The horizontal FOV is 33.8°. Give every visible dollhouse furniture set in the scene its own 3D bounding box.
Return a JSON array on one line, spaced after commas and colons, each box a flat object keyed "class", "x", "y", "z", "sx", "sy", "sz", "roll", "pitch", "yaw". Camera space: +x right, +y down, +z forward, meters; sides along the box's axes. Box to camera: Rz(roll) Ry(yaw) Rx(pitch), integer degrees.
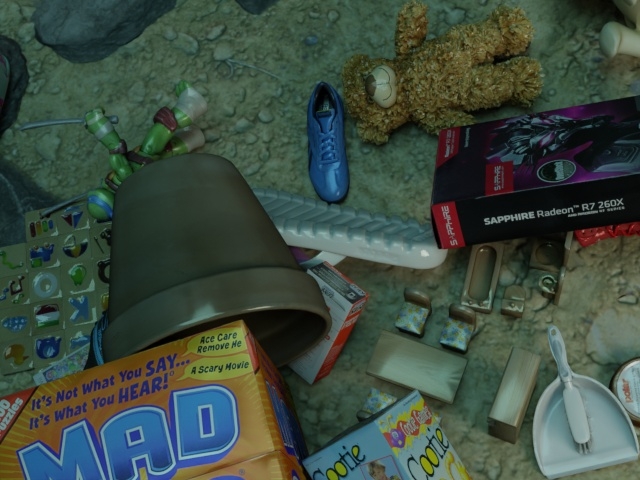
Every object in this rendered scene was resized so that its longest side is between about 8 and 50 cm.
[{"class": "dollhouse furniture set", "x": 0.301, "y": 0.035, "z": 1.616, "sx": 0.151, "sy": 0.123, "sz": 0.144, "roll": 11, "pitch": 71, "yaw": 13}, {"class": "dollhouse furniture set", "x": 0.189, "y": 0.198, "z": 1.550, "sx": 0.242, "sy": 0.161, "sz": 0.212, "roll": 19, "pitch": 73, "yaw": 15}]

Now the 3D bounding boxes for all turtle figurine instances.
[{"class": "turtle figurine", "x": -0.331, "y": -0.160, "z": 1.740, "sx": 0.274, "sy": 0.198, "sz": 0.266, "roll": 16, "pitch": 47, "yaw": 42}]

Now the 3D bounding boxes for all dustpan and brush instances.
[{"class": "dustpan and brush", "x": 0.371, "y": 0.230, "z": 1.555, "sx": 0.147, "sy": 0.060, "sz": 0.211, "roll": -17, "pitch": 61, "yaw": 16}]

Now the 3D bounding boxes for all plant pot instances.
[{"class": "plant pot", "x": -0.178, "y": 0.041, "z": 1.517, "sx": 0.323, "sy": 0.323, "sz": 0.280, "roll": -20, "pitch": 68, "yaw": 1}]

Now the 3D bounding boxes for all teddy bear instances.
[{"class": "teddy bear", "x": 0.199, "y": -0.273, "z": 1.735, "sx": 0.337, "sy": 0.113, "sz": 0.245, "roll": 3, "pitch": 106, "yaw": 3}]

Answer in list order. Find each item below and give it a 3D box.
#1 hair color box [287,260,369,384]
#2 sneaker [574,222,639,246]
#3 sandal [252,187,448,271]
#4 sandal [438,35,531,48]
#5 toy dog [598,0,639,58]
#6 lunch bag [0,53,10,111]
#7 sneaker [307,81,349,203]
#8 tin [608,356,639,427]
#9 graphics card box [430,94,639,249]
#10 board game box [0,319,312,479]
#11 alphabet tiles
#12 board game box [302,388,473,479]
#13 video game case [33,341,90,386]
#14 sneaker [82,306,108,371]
[{"class": "hair color box", "x": -0.003, "y": 0.127, "z": 1.614, "sx": 0.093, "sy": 0.053, "sz": 0.167, "roll": 38, "pitch": 123, "yaw": 20}, {"class": "sneaker", "x": 0.478, "y": -0.016, "z": 1.644, "sx": 0.221, "sy": 0.087, "sz": 0.128, "roll": 38, "pitch": 87, "yaw": 32}, {"class": "sandal", "x": -0.006, "y": 0.005, "z": 1.683, "sx": 0.416, "sy": 0.169, "sz": 0.102, "roll": 12, "pitch": 112, "yaw": 19}, {"class": "sandal", "x": 0.270, "y": -0.327, "z": 1.802, "sx": 0.180, "sy": 0.072, "sz": 0.049, "roll": 1, "pitch": 90, "yaw": 5}, {"class": "toy dog", "x": 0.574, "y": -0.468, "z": 1.692, "sx": 0.407, "sy": 0.284, "sz": 0.395, "roll": 23, "pitch": 73, "yaw": 18}, {"class": "lunch bag", "x": -0.691, "y": -0.249, "z": 1.890, "sx": 0.224, "sy": 0.108, "sz": 0.279, "roll": 1, "pitch": 67, "yaw": 14}, {"class": "sneaker", "x": 0.008, "y": -0.166, "z": 1.765, "sx": 0.069, "sy": 0.082, "sz": 0.209, "roll": -5, "pitch": 70, "yaw": 5}, {"class": "tin", "x": 0.525, "y": 0.220, "z": 1.558, "sx": 0.189, "sy": 0.040, "sz": 0.106, "roll": -5, "pitch": 64, "yaw": 7}, {"class": "graphics card box", "x": 0.357, "y": -0.108, "z": 1.595, "sx": 0.370, "sy": 0.094, "sz": 0.233, "roll": -7, "pitch": 33, "yaw": 16}, {"class": "board game box", "x": -0.192, "y": 0.370, "z": 1.435, "sx": 0.356, "sy": 0.356, "sz": 0.356, "roll": -18, "pitch": 67, "yaw": 1}, {"class": "alphabet tiles", "x": -0.404, "y": 0.091, "z": 1.766, "sx": 0.285, "sy": 0.011, "sz": 0.343, "roll": -12, "pitch": 67, "yaw": 4}, {"class": "board game box", "x": 0.126, "y": 0.370, "z": 1.440, "sx": 0.144, "sy": 0.142, "sz": 0.275, "roll": -35, "pitch": 83, "yaw": 30}, {"class": "video game case", "x": -0.393, "y": 0.224, "z": 1.699, "sx": 0.122, "sy": 0.011, "sz": 0.087, "roll": -31, "pitch": 68, "yaw": -4}, {"class": "sneaker", "x": -0.299, "y": 0.105, "z": 1.669, "sx": 0.139, "sy": 0.125, "sz": 0.341, "roll": -14, "pitch": 47, "yaw": 37}]
